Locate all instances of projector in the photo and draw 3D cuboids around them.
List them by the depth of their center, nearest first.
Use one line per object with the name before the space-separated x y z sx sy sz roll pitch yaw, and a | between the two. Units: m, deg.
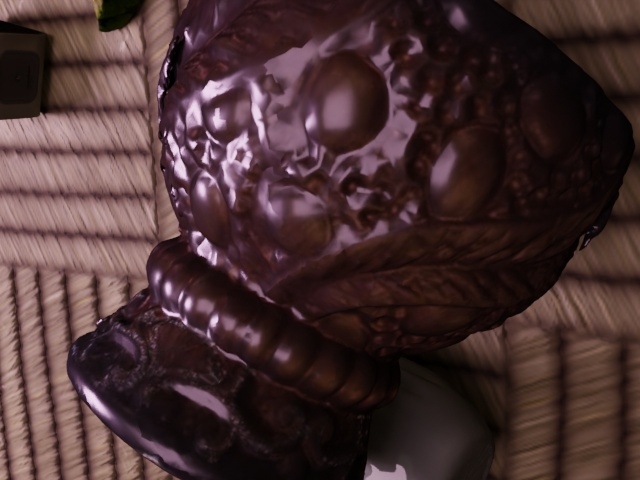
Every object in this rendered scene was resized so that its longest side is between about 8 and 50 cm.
projector | -0.315 -0.164 0.759 0.083 0.083 0.082 20 110 24

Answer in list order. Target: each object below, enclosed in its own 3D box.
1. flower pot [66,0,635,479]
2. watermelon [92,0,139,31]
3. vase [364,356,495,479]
flower pot | 0.000 0.000 0.470 0.267 0.266 0.267 32 92 20
watermelon | -0.179 -0.285 0.685 0.092 0.075 0.181 171 83 -75
vase | 0.005 0.126 0.621 0.248 0.128 0.128 28 114 31
